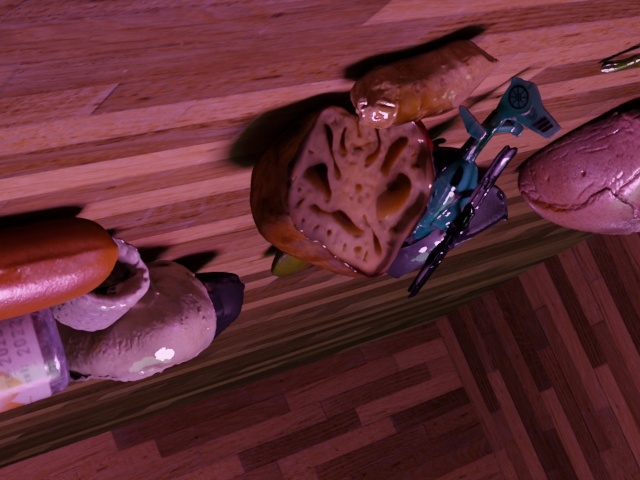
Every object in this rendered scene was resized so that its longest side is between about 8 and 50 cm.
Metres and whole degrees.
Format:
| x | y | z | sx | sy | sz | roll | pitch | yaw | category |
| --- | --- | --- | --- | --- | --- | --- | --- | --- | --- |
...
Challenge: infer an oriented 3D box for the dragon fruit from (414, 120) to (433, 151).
| x | y | z | sx | sy | sz | roll | pitch | yaw | category |
| --- | --- | --- | --- | --- | --- | --- | --- | --- | --- |
| 0.097 | -0.113 | 1.640 | 0.094 | 0.094 | 0.190 | -24 | 178 | 6 | dragon fruit |

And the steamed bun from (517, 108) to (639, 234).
| x | y | z | sx | sy | sz | roll | pitch | yaw | category |
| --- | --- | --- | --- | --- | --- | --- | --- | --- | --- |
| 0.526 | -0.106 | 2.295 | 0.251 | 0.199 | 0.301 | -12 | 166 | -46 | steamed bun |

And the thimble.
| x | y | z | sx | sy | sz | roll | pitch | yaw | category |
| --- | --- | --- | --- | --- | --- | --- | --- | --- | --- |
| -0.278 | 0.052 | 1.601 | 0.115 | 0.102 | 0.090 | -16 | 166 | -35 | thimble |

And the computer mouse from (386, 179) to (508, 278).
| x | y | z | sx | sy | sz | roll | pitch | yaw | category |
| --- | --- | --- | --- | --- | --- | --- | --- | --- | --- |
| 0.197 | -0.035 | 2.185 | 0.203 | 0.114 | 0.374 | -31 | 175 | 24 | computer mouse |

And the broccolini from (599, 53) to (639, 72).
| x | y | z | sx | sy | sz | roll | pitch | yaw | category |
| --- | --- | --- | --- | --- | --- | --- | --- | --- | --- |
| 0.486 | -0.277 | 1.821 | 0.201 | 0.058 | 0.074 | -8 | 155 | -1 | broccolini |

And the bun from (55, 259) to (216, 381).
| x | y | z | sx | sy | sz | roll | pitch | yaw | category |
| --- | --- | --- | --- | --- | --- | --- | --- | --- | --- |
| -0.256 | 0.101 | 1.748 | 0.239 | 0.141 | 0.239 | -6 | -164 | 2 | bun |

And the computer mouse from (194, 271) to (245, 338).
| x | y | z | sx | sy | sz | roll | pitch | yaw | category |
| --- | --- | --- | --- | --- | --- | --- | --- | --- | --- |
| -0.237 | 0.122 | 2.004 | 0.183 | 0.116 | 0.323 | -25 | 171 | -35 | computer mouse |

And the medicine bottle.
| x | y | z | sx | sy | sz | roll | pitch | yaw | category |
| --- | --- | --- | --- | --- | --- | --- | --- | --- | --- |
| -0.440 | 0.138 | 1.499 | 0.273 | 0.165 | 0.165 | -19 | 169 | -14 | medicine bottle |

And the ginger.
| x | y | z | sx | sy | sz | roll | pitch | yaw | category |
| --- | --- | --- | --- | --- | --- | --- | --- | --- | --- |
| 0.110 | -0.169 | 1.417 | 0.190 | 0.069 | 0.095 | -20 | 174 | -26 | ginger |

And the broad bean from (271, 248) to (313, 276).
| x | y | z | sx | sy | sz | roll | pitch | yaw | category |
| --- | --- | --- | --- | --- | --- | --- | --- | --- | --- |
| -0.004 | -0.008 | 2.038 | 0.075 | 0.067 | 0.325 | -53 | -175 | -32 | broad bean |

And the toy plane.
| x | y | z | sx | sy | sz | roll | pitch | yaw | category |
| --- | --- | --- | --- | --- | --- | --- | --- | --- | --- |
| 0.176 | -0.085 | 1.788 | 0.106 | 0.155 | 0.382 | -11 | 147 | -48 | toy plane |

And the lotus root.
| x | y | z | sx | sy | sz | roll | pitch | yaw | category |
| --- | --- | --- | --- | --- | --- | --- | --- | --- | --- |
| 0.007 | -0.070 | 1.510 | 0.199 | 0.188 | 0.180 | -56 | -151 | -15 | lotus root |

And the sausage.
| x | y | z | sx | sy | sz | roll | pitch | yaw | category |
| --- | --- | --- | --- | --- | --- | --- | --- | --- | --- |
| -0.340 | 0.035 | 1.385 | 0.274 | 0.105 | 0.105 | -13 | 165 | -45 | sausage |
